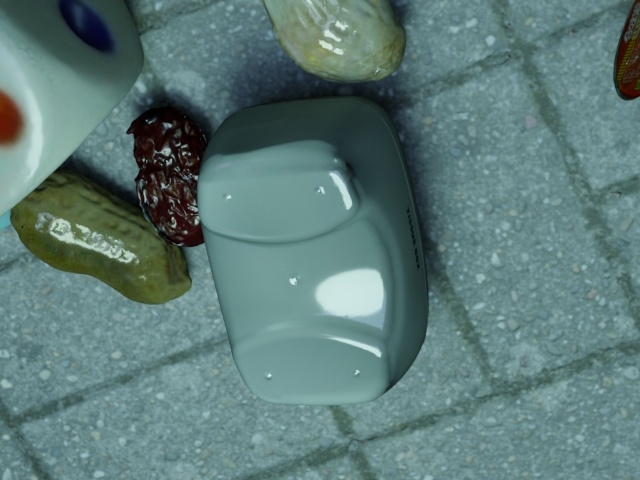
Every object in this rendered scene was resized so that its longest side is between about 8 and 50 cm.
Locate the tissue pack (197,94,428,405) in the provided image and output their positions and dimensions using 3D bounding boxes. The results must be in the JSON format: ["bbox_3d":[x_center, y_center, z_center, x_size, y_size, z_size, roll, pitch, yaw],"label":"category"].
[{"bbox_3d":[0.000,0.000,1.747,0.229,0.236,0.333,-4,114,18],"label":"tissue pack"}]

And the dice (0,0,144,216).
[{"bbox_3d":[-0.387,-0.202,1.647,0.277,0.304,0.304,-36,106,20],"label":"dice"}]

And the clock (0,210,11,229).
[{"bbox_3d":[-0.444,-0.050,1.867,0.147,0.045,0.108,-19,111,15],"label":"clock"}]

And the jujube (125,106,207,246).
[{"bbox_3d":[-0.160,-0.076,1.797,0.104,0.104,0.166,-8,106,10],"label":"jujube"}]

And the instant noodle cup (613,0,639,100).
[{"bbox_3d":[0.450,-0.198,1.639,0.212,0.193,0.193,21,115,-12],"label":"instant noodle cup"}]

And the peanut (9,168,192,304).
[{"bbox_3d":[-0.259,0.001,1.841,0.236,0.110,0.120,31,110,-18],"label":"peanut"}]

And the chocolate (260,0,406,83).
[{"bbox_3d":[-0.023,-0.292,1.662,0.134,0.134,0.309,-33,109,19],"label":"chocolate"}]
